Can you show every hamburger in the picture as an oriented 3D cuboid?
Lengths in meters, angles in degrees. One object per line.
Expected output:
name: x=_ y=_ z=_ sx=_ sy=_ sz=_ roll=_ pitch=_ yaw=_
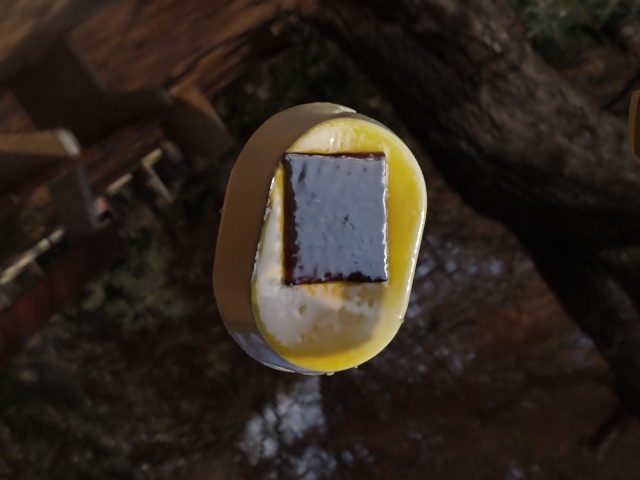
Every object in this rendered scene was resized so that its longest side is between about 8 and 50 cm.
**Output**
hamburger: x=0.000 y=0.000 z=1.466 sx=0.151 sy=0.227 sz=0.295 roll=-159 pitch=-97 yaw=-70

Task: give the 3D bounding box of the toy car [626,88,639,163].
toy car: x=0.467 y=-0.137 z=1.484 sx=0.257 sy=0.101 sz=0.124 roll=-14 pitch=-150 yaw=-20
